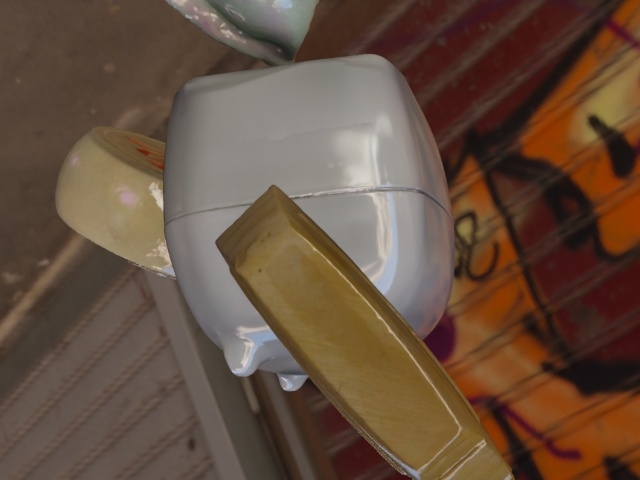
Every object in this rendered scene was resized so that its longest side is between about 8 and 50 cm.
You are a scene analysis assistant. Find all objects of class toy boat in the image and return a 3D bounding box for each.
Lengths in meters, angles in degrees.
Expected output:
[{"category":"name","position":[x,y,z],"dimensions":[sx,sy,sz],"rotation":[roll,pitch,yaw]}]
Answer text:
[{"category":"toy boat","position":[0.024,0.059,0.611],"dimensions":[0.057,0.200,0.077],"rotation":[-42,169,4]}]

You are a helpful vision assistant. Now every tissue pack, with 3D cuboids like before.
[{"category":"tissue pack","position":[0.000,0.000,0.993],"dimensions":[0.229,0.236,0.333],"rotation":[-8,169,8]}]

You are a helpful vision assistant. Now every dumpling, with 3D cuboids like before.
[{"category":"dumpling","position":[-0.062,-0.240,0.908],"dimensions":[0.149,0.216,0.105],"rotation":[8,-158,22]}]

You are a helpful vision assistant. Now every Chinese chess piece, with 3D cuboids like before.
[{"category":"Chinese chess piece","position":[-0.164,-0.039,1.271],"dimensions":[0.251,0.251,0.097],"rotation":[9,108,-55]}]
